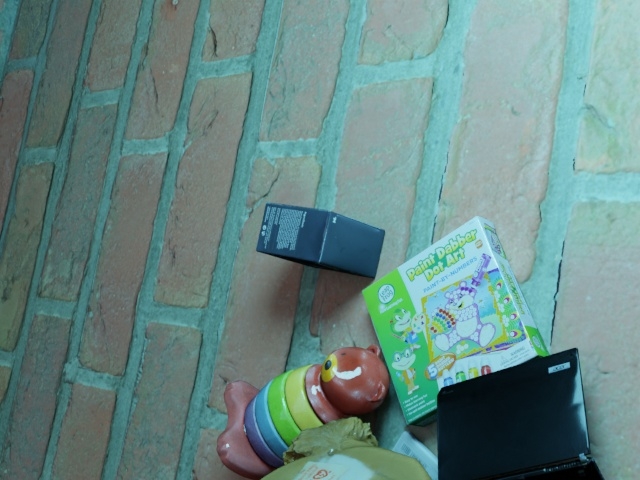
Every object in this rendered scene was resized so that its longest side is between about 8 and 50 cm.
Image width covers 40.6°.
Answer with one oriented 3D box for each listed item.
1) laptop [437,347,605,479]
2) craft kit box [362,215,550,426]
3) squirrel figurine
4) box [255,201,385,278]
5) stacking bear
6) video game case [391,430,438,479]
[{"bbox_3d":[0.298,0.323,1.211,0.234,0.136,0.264,-24,98,34],"label":"laptop"},{"bbox_3d":[0.205,0.129,1.362,0.250,0.061,0.247,-36,54,28],"label":"craft kit box"},{"bbox_3d":[0.048,0.479,1.253,0.281,0.397,0.371,-16,106,0],"label":"squirrel figurine"},{"bbox_3d":[0.000,0.000,1.511,0.158,0.156,0.093,8,84,43],"label":"box"},{"bbox_3d":[-0.011,0.272,1.437,0.289,0.164,0.175,-35,32,28],"label":"stacking bear"},{"bbox_3d":[0.152,0.424,1.343,0.190,0.022,0.173,39,104,40],"label":"video game case"}]
